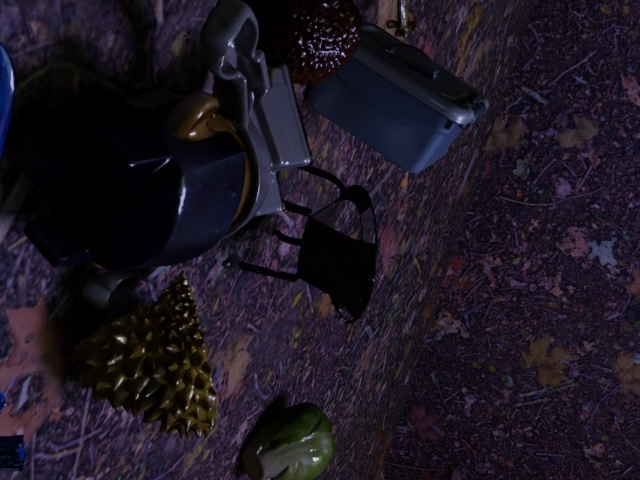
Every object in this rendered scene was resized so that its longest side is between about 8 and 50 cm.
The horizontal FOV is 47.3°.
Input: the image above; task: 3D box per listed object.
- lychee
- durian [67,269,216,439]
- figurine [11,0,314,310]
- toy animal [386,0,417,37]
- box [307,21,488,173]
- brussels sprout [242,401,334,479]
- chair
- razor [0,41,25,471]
[{"bbox_3d":[-0.016,-0.223,0.779,0.123,0.123,0.129,-52,165,-40],"label":"lychee"},{"bbox_3d":[-0.151,0.117,0.714,0.165,0.182,0.132,45,60,-25],"label":"durian"},{"bbox_3d":[-0.119,-0.061,0.628,0.308,0.143,0.308,19,90,-74],"label":"figurine"},{"bbox_3d":[0.115,-0.418,0.979,0.149,0.054,0.275,-14,112,-63],"label":"toy animal"},{"bbox_3d":[0.101,-0.199,0.985,0.130,0.227,0.162,-59,168,28],"label":"box"},{"bbox_3d":[-0.050,0.369,1.323,0.183,0.145,0.131,-38,118,-66],"label":"brussels sprout"},{"bbox_3d":[0.000,0.000,0.931,0.149,0.213,0.174,-31,140,-53],"label":"chair"},{"bbox_3d":[-0.245,0.015,0.512,0.056,0.093,0.324,-128,-134,-64],"label":"razor"}]
